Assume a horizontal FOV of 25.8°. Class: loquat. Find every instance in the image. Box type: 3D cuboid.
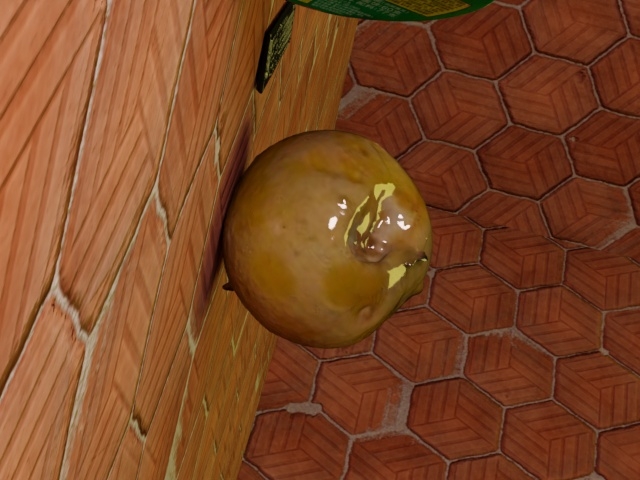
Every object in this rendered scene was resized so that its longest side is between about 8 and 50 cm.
[{"bbox_3d":[0.000,0.000,1.467,0.244,0.244,0.244,14,90,-89],"label":"loquat"}]

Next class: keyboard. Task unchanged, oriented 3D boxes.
[{"bbox_3d":[-0.045,-0.214,1.498,0.202,0.011,0.067,-73,176,-68],"label":"keyboard"}]

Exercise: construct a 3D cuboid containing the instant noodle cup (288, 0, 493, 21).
[{"bbox_3d":[0.046,-0.308,1.052,0.207,0.207,0.233,97,-1,-79],"label":"instant noodle cup"}]
